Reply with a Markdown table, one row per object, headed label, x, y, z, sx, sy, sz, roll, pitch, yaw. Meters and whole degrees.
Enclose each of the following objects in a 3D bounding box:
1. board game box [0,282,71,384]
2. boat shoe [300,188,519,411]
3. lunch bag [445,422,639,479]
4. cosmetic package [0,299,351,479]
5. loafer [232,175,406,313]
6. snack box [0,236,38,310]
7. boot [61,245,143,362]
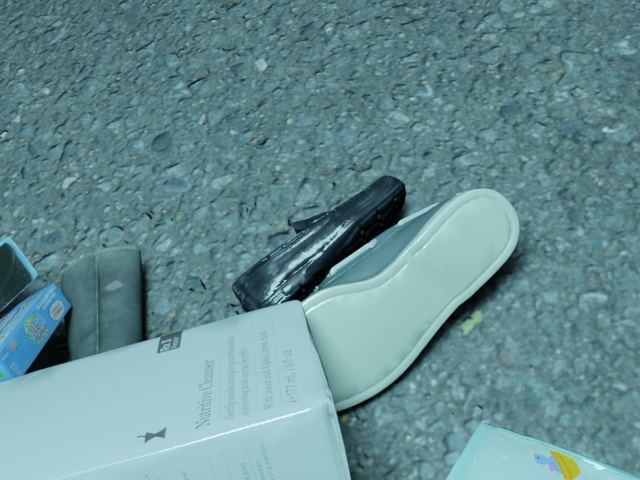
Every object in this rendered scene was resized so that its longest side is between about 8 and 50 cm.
| label | x | y | z | sx | sy | sz | roll | pitch | yaw |
| --- | --- | --- | --- | --- | --- | --- | --- | --- | --- |
| board game box | -0.372 | 0.136 | 0.809 | 0.211 | 0.039 | 0.160 | -27 | 19 | 12 |
| boat shoe | 0.059 | 0.063 | 0.805 | 0.319 | 0.116 | 0.099 | -39 | 9 | -6 |
| lunch bag | 0.168 | 0.277 | 0.548 | 0.223 | 0.160 | 0.262 | 16 | 65 | 27 |
| cosmetic package | -0.172 | 0.196 | 0.639 | 0.385 | 0.156 | 0.217 | -14 | 17 | -4 |
| loafer | 0.000 | 0.000 | 0.860 | 0.223 | 0.076 | 0.078 | -42 | 61 | -12 |
| snack box | -0.450 | 0.129 | 0.791 | 0.187 | 0.060 | 0.322 | -19 | 24 | 35 |
| boot | -0.202 | 0.095 | 0.856 | 0.190 | 0.076 | 0.208 | -13 | 45 | 7 |
